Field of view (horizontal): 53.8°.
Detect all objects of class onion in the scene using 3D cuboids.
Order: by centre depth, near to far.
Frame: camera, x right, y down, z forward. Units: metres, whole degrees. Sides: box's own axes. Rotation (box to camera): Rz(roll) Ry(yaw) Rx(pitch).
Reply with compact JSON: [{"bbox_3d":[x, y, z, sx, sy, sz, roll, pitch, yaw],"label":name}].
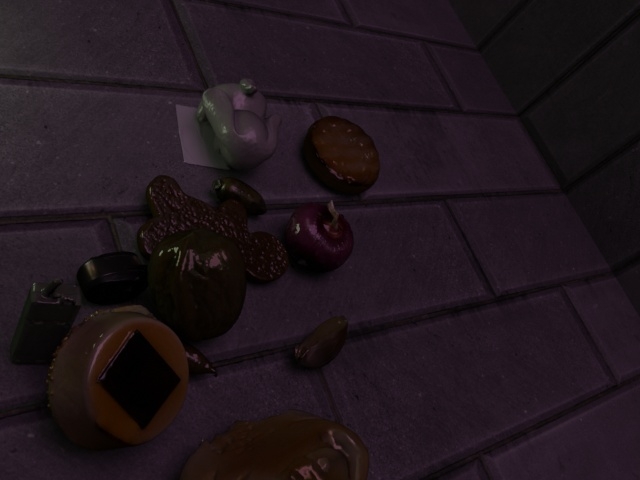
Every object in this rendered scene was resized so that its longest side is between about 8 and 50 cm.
[{"bbox_3d":[-0.009,0.003,1.857,0.207,0.200,0.201,52,32,-43],"label":"onion"}]

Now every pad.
[{"bbox_3d":[-0.360,-0.318,1.936,0.156,0.004,0.232,6,56,-34],"label":"pad"}]

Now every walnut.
[{"bbox_3d":[-0.287,0.108,1.491,0.227,0.283,0.283,4,45,15],"label":"walnut"}]

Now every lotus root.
[{"bbox_3d":[-0.233,-0.129,1.834,0.179,0.089,0.081,28,76,-27],"label":"lotus root"}]

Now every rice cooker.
[{"bbox_3d":[-0.481,0.086,1.473,0.165,0.112,0.106,-15,64,-50],"label":"rice cooker"}]

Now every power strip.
[{"bbox_3d":[-0.541,0.155,1.249,0.093,0.288,0.053,9,47,-33],"label":"power strip"}]

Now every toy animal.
[{"bbox_3d":[-0.237,-0.335,1.892,0.271,0.206,0.265,19,45,-32],"label":"toy animal"}]

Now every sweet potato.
[{"bbox_3d":[-0.363,0.255,1.472,0.269,0.075,0.075,21,48,-11],"label":"sweet potato"}]

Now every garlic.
[{"bbox_3d":[-0.003,0.285,1.696,0.087,0.102,0.195,31,43,31],"label":"garlic"}]

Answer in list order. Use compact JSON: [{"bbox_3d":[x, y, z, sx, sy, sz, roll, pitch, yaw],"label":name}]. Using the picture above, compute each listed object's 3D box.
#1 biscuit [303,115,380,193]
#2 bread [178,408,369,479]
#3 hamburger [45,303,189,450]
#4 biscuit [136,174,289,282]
[{"bbox_3d":[0.071,-0.290,2.172,0.296,0.102,0.297,17,54,-26],"label":"biscuit"},{"bbox_3d":[-0.095,0.520,1.353,0.423,0.245,0.329,-16,70,-39],"label":"bread"},{"bbox_3d":[-0.412,0.284,1.294,0.302,0.170,0.302,6,82,-52],"label":"hamburger"},{"bbox_3d":[-0.284,0.009,1.712,0.431,0.064,0.283,21,56,-27],"label":"biscuit"}]
